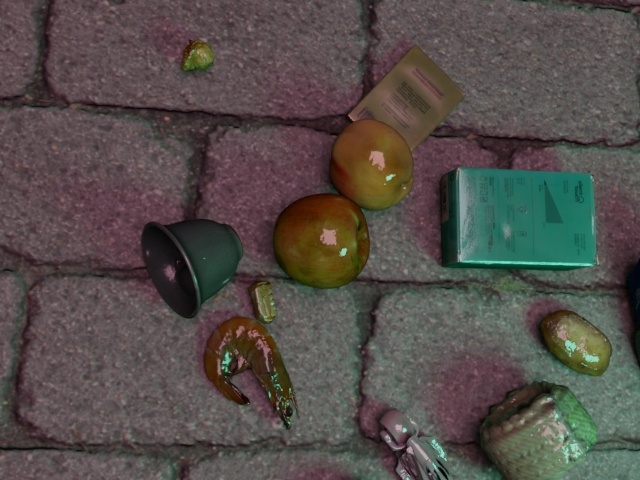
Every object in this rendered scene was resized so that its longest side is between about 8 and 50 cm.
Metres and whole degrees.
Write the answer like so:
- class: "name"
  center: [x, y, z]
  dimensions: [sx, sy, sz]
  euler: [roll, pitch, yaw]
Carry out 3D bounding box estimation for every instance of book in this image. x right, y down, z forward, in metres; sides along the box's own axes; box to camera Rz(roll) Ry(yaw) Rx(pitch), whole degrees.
- class: "book"
  center: [0.183, -0.291, 1.833]
  dimensions: [0.161, 0.026, 0.231]
  euler: [45, 77, -3]

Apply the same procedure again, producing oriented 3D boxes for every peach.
- class: "peach"
  center: [0.104, -0.149, 1.717]
  dimensions: [0.184, 0.184, 0.184]
  euler: [2, 82, -11]

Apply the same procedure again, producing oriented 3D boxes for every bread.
- class: "bread"
  center: [-0.115, 0.124, 1.711]
  dimensions: [0.049, 0.033, 0.088]
  euler: [-16, 89, -27]

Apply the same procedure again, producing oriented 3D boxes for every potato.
- class: "potato"
  center: [0.541, 0.216, 1.805]
  dimensions: [0.170, 0.080, 0.107]
  euler: [32, 85, -2]

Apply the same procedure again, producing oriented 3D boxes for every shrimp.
- class: "shrimp"
  center: [-0.130, 0.267, 1.676]
  dimensions: [0.150, 0.068, 0.249]
  euler: [-37, 85, -1]

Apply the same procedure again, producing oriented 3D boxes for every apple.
- class: "apple"
  center: [0.000, 0.000, 1.673]
  dimensions: [0.196, 0.196, 0.196]
  euler: [2, 82, -11]

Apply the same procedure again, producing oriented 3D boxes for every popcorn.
- class: "popcorn"
  center: [-0.253, -0.376, 1.734]
  dimensions: [0.068, 0.060, 0.083]
  euler: [20, 38, 25]

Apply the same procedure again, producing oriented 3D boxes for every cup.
- class: "cup"
  center: [-0.231, 0.030, 1.642]
  dimensions: [0.150, 0.199, 0.199]
  euler: [-27, 88, -32]

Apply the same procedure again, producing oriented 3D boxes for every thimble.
- class: "thimble"
  center: [0.428, 0.380, 1.688]
  dimensions: [0.219, 0.219, 0.150]
  euler: [-35, 89, -14]

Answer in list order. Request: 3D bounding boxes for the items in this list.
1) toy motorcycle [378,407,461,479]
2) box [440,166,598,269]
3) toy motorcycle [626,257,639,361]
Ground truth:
- class: "toy motorcycle"
  center: [0.209, 0.443, 1.692]
  dimensions: [0.112, 0.112, 0.254]
  euler: [-39, 92, -14]
- class: "box"
  center: [0.413, -0.041, 1.796]
  dimensions: [0.311, 0.118, 0.205]
  euler: [1, 84, -11]
- class: "toy motorcycle"
  center: [0.751, 0.139, 1.811]
  dimensions: [0.191, 0.200, 0.327]
  euler: [-21, 98, -14]
